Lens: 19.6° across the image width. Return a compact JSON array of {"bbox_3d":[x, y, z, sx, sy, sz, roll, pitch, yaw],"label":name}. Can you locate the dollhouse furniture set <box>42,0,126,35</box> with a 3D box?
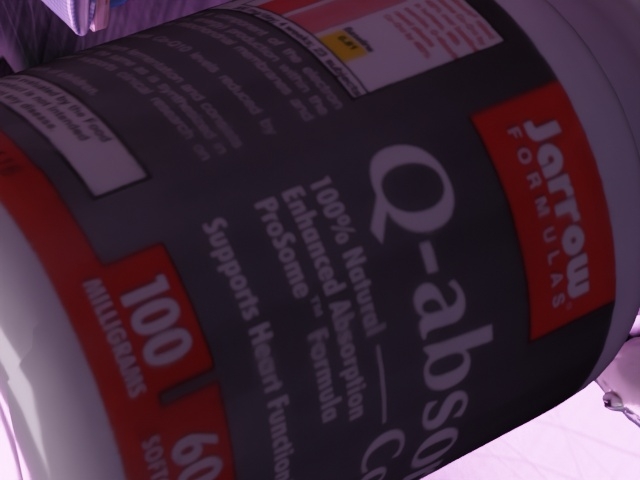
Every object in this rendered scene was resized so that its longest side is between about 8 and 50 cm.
[{"bbox_3d":[-0.210,-0.218,1.092,0.286,0.198,0.303,47,145,30],"label":"dollhouse furniture set"}]

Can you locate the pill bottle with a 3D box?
[{"bbox_3d":[0.000,0.000,0.755,0.210,0.363,0.210,36,138,41],"label":"pill bottle"}]

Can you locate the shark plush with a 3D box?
[{"bbox_3d":[0.161,0.084,0.874,0.161,0.073,0.067,8,148,50],"label":"shark plush"}]
